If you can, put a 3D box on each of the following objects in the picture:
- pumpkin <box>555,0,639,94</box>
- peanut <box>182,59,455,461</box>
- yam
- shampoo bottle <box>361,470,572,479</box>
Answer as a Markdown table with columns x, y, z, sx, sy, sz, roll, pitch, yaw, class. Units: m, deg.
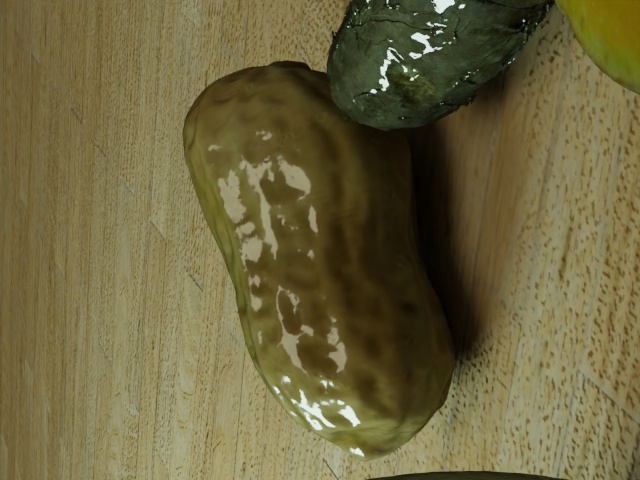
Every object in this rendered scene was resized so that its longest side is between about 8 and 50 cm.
| x | y | z | sx | sy | sz | roll | pitch | yaw | class |
| --- | --- | --- | --- | --- | --- | --- | --- | --- | --- |
| 0.179 | -0.189 | 0.426 | 0.332 | 0.199 | 0.333 | 179 | 90 | -66 | pumpkin |
| 0.000 | -0.007 | 0.945 | 0.159 | 0.143 | 0.291 | 105 | 150 | -59 | peanut |
| 0.069 | -0.133 | 0.810 | 0.183 | 0.107 | 0.107 | 129 | 132 | -63 | yam |
| 0.059 | 0.264 | 0.649 | 0.322 | 0.317 | 0.323 | 28 | 124 | 53 | shampoo bottle |
